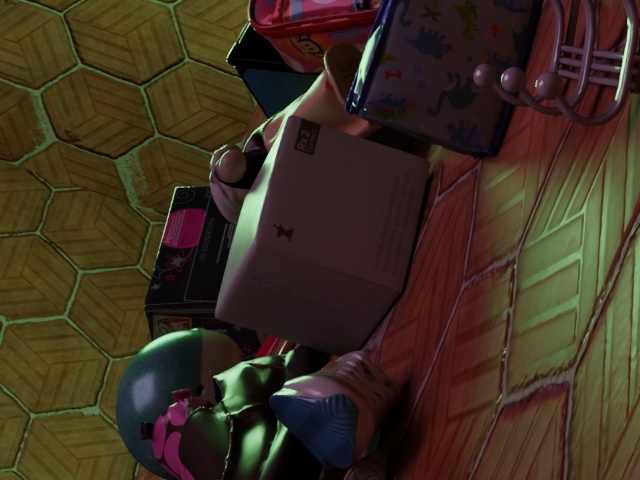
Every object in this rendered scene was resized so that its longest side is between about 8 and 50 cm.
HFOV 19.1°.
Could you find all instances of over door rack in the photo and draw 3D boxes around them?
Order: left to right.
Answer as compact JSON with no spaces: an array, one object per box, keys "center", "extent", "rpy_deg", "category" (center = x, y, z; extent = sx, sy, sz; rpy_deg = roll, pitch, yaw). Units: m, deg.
[{"center":[0.189,-0.246,1.299],"extent":[0.239,0.108,0.324],"rpy_deg":[-127,57,-80],"category":"over door rack"}]

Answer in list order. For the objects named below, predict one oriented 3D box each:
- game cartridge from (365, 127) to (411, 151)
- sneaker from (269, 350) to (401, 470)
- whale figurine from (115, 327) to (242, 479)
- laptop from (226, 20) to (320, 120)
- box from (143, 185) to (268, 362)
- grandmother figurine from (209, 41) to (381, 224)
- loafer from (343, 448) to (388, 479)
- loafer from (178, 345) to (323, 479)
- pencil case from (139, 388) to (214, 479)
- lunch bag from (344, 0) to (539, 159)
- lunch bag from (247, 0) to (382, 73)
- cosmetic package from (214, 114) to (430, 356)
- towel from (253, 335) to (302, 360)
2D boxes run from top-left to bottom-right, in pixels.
[{"center":[0.008,-0.068,2.182],"extent":[0.230,0.068,0.355],"rpy_deg":[-64,10,1],"category":"game cartridge"},{"center":[0.017,0.134,1.586],"extent":[0.092,0.087,0.228],"rpy_deg":[-44,-2,-7],"category":"sneaker"},{"center":[-0.169,0.204,2.201],"extent":[0.272,0.141,0.216],"rpy_deg":[117,157,-71],"category":"whale figurine"},{"center":[0.084,-0.313,2.319],"extent":[0.408,0.236,0.382],"rpy_deg":[13,70,55],"category":"laptop"},{"center":[-0.119,0.056,2.460],"extent":[0.247,0.163,0.142],"rpy_deg":[-81,-14,-49],"category":"box"},{"center":[-0.026,-0.105,2.001],"extent":[0.342,0.208,0.104],"rpy_deg":[-40,71,56],"category":"grandmother figurine"},{"center":[0.024,0.226,1.585],"extent":[0.125,0.045,0.039],"rpy_deg":[-59,-5,27],"category":"loafer"},{"center":[-0.068,0.219,1.783],"extent":[0.366,0.130,0.134],"rpy_deg":[-75,-23,-71],"category":"loafer"},{"center":[-0.101,0.239,1.949],"extent":[0.209,0.095,0.098],"rpy_deg":[38,130,50],"category":"pencil case"},{"center":[0.105,-0.159,1.610],"extent":[0.096,0.129,0.151],"rpy_deg":[-168,96,-82],"category":"lunch bag"},{"center":[0.042,-0.324,2.062],"extent":[0.258,0.120,0.293],"rpy_deg":[-5,57,36],"category":"lunch bag"},{"center":[0.000,0.000,1.873],"extent":[0.183,0.151,0.151],"rpy_deg":[123,163,-61],"category":"cosmetic package"},{"center":[-0.036,0.105,2.201],"extent":[0.199,0.031,0.275],"rpy_deg":[-61,3,-22],"category":"towel"}]
